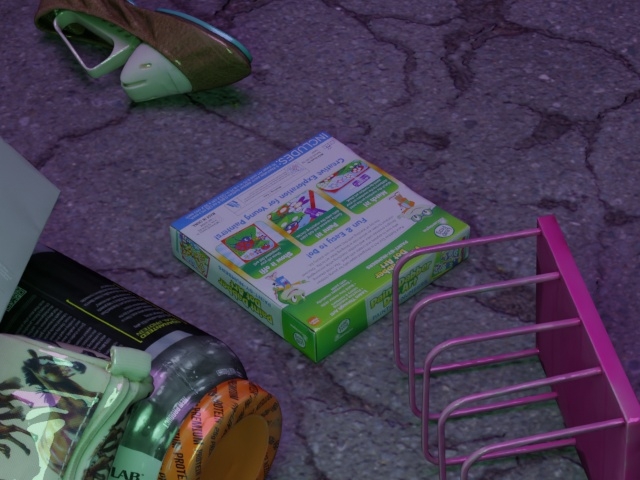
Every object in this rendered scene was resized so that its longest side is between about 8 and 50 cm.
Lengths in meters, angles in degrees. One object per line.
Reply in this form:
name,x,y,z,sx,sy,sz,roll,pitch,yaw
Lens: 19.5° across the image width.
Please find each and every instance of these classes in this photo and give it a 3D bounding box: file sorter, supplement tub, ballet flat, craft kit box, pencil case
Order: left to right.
pencil case,-0.284,0.271,1.639,0.184,0.160,0.410,14,77,37
supplement tub,-0.219,0.152,1.863,0.338,0.207,0.207,27,49,28
ballet flat,-0.242,-0.250,2.386,0.342,0.116,0.124,29,71,29
craft kit box,0.000,0.000,2.138,0.250,0.061,0.247,-33,49,-30
file sorter,0.189,0.157,1.859,0.182,0.202,0.290,-11,43,-6

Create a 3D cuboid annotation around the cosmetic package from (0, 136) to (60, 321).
cosmetic package,-0.342,0.015,1.733,0.127,0.107,0.238,-36,24,25
